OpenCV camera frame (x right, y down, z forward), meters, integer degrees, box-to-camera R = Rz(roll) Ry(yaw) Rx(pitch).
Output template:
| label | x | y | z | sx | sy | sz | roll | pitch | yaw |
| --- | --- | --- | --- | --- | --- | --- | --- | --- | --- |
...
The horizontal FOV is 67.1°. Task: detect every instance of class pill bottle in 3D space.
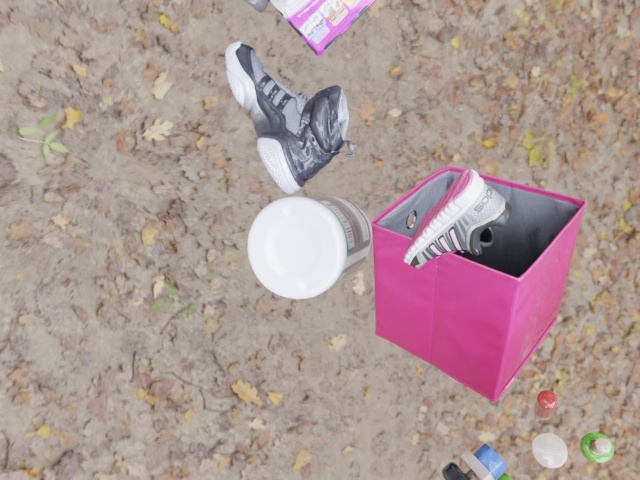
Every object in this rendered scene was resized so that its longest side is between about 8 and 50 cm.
| label | x | y | z | sx | sy | sz | roll | pitch | yaw |
| --- | --- | --- | --- | --- | --- | --- | --- | --- | --- |
| pill bottle | 0.000 | 0.000 | 1.087 | 0.204 | 0.361 | 0.204 | 2 | 95 | 17 |

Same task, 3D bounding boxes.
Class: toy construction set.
| label | x | y | z | sx | sy | sz | roll | pitch | yaw |
| --- | --- | --- | --- | --- | --- | --- | --- | --- | --- |
| toy construction set | 0.277 | 0.375 | 0.650 | 0.309 | 0.257 | 0.237 | -65 | 152 | -17 |

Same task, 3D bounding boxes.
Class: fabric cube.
| label | x | y | z | sx | sy | sz | roll | pitch | yaw |
| --- | --- | --- | --- | --- | --- | --- | --- | --- | --- |
| fabric cube | 0.262 | 0.058 | 0.842 | 0.254 | 0.259 | 0.258 | -35 | 134 | -35 |

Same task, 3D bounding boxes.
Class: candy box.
| label | x | y | z | sx | sy | sz | roll | pitch | yaw |
| --- | --- | --- | --- | --- | --- | --- | --- | --- | --- |
| candy box | -0.024 | -0.510 | 0.956 | 0.159 | 0.071 | 0.233 | -39 | 107 | 18 |

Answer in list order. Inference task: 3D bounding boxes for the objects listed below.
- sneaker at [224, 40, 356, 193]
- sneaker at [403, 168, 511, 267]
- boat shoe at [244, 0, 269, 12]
| label | x | y | z | sx | sy | sz | roll | pitch | yaw |
| --- | --- | --- | --- | --- | --- | --- | --- | --- | --- |
| sneaker | -0.042 | -0.215 | 0.753 | 0.153 | 0.101 | 0.269 | -25 | 75 | 7 |
| sneaker | 0.154 | -0.007 | 0.552 | 0.074 | 0.170 | 0.063 | 31 | 55 | 1 |
| boat shoe | -0.231 | -0.497 | 0.842 | 0.335 | 0.112 | 0.096 | 23 | 113 | 8 |
